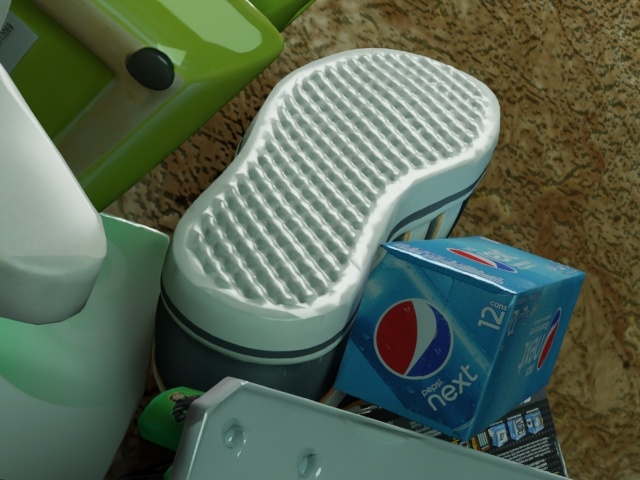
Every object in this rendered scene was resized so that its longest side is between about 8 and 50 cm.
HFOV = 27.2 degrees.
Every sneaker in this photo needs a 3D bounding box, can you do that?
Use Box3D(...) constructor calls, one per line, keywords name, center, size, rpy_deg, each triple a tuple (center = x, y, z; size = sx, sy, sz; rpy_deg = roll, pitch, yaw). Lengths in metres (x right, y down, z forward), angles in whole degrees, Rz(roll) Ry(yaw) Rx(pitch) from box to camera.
Box3D(name="sneaker", center=(0.000, 0.000, 0.711), size=(0.126, 0.127, 0.321), rpy_deg=(24, 35, 13))

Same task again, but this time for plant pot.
Box3D(name="plant pot", center=(-0.111, -0.141, 0.560), size=(0.227, 0.228, 0.207), rpy_deg=(41, 48, -15))

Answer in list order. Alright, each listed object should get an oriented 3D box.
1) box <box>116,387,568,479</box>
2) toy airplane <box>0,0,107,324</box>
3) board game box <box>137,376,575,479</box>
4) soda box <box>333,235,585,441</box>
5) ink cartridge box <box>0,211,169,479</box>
Box3D(name="box", center=(0.037, 0.197, 0.722), size=(0.270, 0.060, 0.216), rpy_deg=(-12, 87, -38))
Box3D(name="toy airplane", center=(-0.252, -0.004, 0.310), size=(0.384, 0.272, 0.386), rpy_deg=(35, 23, -18))
Box3D(name="board game box", center=(0.021, 0.284, 0.590), size=(0.390, 0.050, 0.390), rpy_deg=(23, 80, -44))
Box3D(name="soda box", center=(0.077, 0.042, 0.663), size=(0.210, 0.067, 0.071), rpy_deg=(-2, 111, -70))
Box3D(name="ink cartridge box", center=(-0.173, 0.078, 0.597), size=(0.181, 0.056, 0.224), rpy_deg=(20, 66, -32))
